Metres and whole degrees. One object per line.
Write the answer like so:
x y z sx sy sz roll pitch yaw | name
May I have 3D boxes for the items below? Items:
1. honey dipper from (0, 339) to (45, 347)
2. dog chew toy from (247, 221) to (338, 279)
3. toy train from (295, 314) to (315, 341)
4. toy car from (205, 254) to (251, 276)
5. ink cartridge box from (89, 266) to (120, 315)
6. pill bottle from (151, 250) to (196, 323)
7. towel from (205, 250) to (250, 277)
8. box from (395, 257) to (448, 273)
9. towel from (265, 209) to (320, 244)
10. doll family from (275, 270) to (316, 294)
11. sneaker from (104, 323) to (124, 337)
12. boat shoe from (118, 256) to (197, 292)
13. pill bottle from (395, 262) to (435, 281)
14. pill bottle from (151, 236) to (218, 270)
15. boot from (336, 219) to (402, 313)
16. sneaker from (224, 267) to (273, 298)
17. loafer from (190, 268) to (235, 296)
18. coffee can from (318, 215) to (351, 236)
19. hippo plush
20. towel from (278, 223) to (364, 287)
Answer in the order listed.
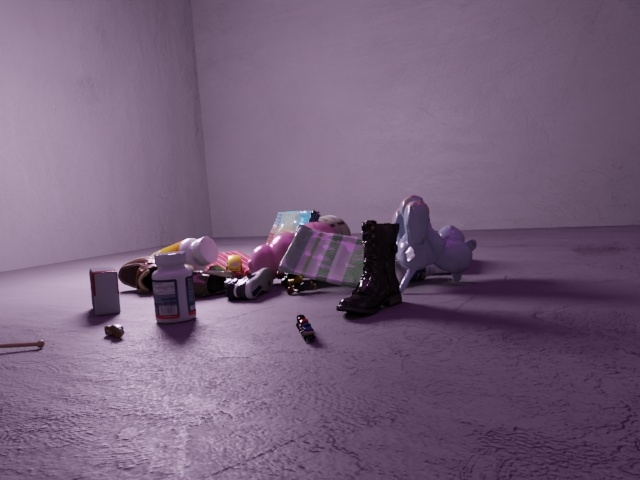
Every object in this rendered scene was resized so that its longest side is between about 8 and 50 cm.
-0.723 0.244 1.350 0.160 0.031 0.030 -1 5 -5 | honey dipper
-0.092 0.055 2.058 0.331 0.207 0.206 -14 7 -10 | dog chew toy
-0.034 0.190 1.289 0.027 0.036 0.158 -5 5 -9 | toy train
-0.333 0.108 2.149 0.225 0.053 0.239 -10 21 -41 | toy car
-0.659 0.150 1.780 0.072 0.128 0.175 -5 5 -24 | ink cartridge box
-0.393 0.122 1.557 0.108 0.180 0.108 -4 5 0 | pill bottle
-0.373 0.100 2.310 0.199 0.031 0.274 27 24 36 | towel
0.334 0.080 2.111 0.322 0.059 0.232 -2 5 18 | box
-0.141 0.004 2.340 0.040 0.271 0.370 26 -9 -25 | towel
-0.082 0.129 1.879 0.111 0.076 0.193 -9 1 -8 | doll family
-0.495 0.216 1.425 0.037 0.032 0.083 -9 8 -44 | sneaker
-0.603 0.128 2.071 0.342 0.123 0.123 5 7 26 | boat shoe
0.307 0.096 1.894 0.120 0.067 0.067 -7 5 -21 | pill bottle
-0.503 0.071 2.163 0.245 0.136 0.136 -20 -3 27 | pill bottle
0.124 0.062 1.503 0.091 0.229 0.263 0 6 39 | boot
-0.237 0.134 1.867 0.121 0.079 0.217 -1 7 16 | sneaker
-0.391 0.136 1.899 0.251 0.094 0.087 -6 1 -24 | loafer
0.000 0.000 2.503 0.201 0.202 0.275 -3 5 20 | coffee can
0.353 -0.001 1.775 0.236 0.234 0.294 8 27 -8 | hippo plush
0.055 0.052 1.872 0.324 0.038 0.248 13 38 8 | towel
